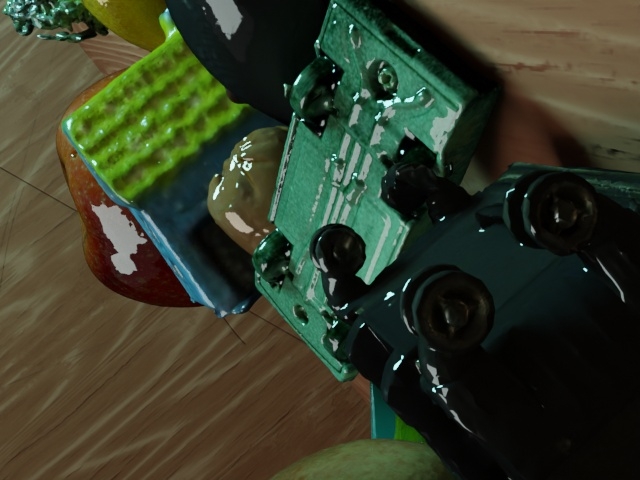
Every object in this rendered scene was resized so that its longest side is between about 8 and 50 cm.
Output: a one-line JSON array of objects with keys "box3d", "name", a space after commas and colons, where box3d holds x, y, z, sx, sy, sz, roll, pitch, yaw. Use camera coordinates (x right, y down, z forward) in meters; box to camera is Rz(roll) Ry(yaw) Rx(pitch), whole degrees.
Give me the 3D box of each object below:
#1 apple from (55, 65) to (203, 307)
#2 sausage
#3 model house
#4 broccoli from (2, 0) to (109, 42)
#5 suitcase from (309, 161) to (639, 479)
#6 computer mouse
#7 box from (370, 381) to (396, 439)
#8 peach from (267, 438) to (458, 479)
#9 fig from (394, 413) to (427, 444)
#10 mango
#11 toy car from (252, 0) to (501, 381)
[{"box3d": [-0.214, -0.075, 1.355, 0.348, 0.276, 0.349, 167, 90, -76], "name": "apple"}, {"box3d": [0.028, 0.009, 0.935, 0.304, 0.121, 0.121, 36, 177, -22], "name": "sausage"}, {"box3d": [-0.121, -0.099, 1.069, 0.303, 0.237, 0.215, 53, 170, -9], "name": "model house"}, {"box3d": [-0.330, -0.372, 1.430, 0.198, 0.177, 0.275, 9, -174, 24], "name": "broccoli"}, {"box3d": [0.195, 0.131, 0.536, 0.434, 0.194, 0.283, 51, 175, -11], "name": "suitcase"}, {"box3d": [-0.068, -0.189, 0.832, 0.170, 0.100, 0.269, 48, 172, 25], "name": "computer mouse"}, {"box3d": [0.107, 0.164, 1.093, 0.153, 0.092, 0.245, 64, -158, -65], "name": "box"}, {"box3d": [0.051, 0.264, 0.663, 0.252, 0.252, 0.252, 48, 172, 9], "name": "peach"}, {"box3d": [0.113, 0.123, 0.819, 0.203, 0.235, 0.203, 45, 174, 6], "name": "fig"}, {"box3d": [-0.242, -0.310, 1.173, 0.262, 0.109, 0.157, 52, 168, -27], "name": "mango"}, {"box3d": [0.036, -0.029, 0.736, 0.141, 0.097, 0.321, 46, 142, 24], "name": "toy car"}]
